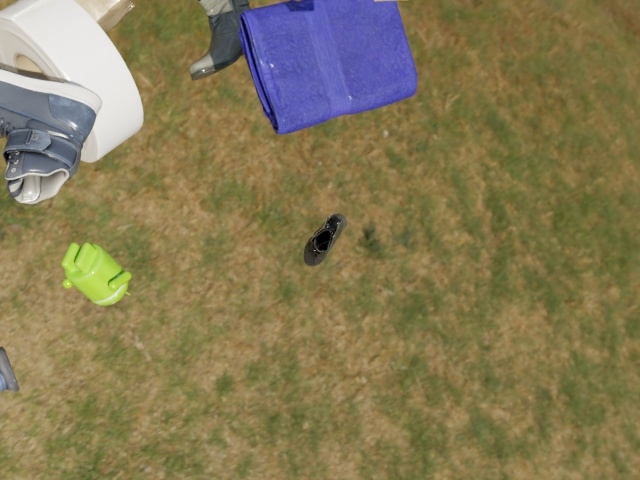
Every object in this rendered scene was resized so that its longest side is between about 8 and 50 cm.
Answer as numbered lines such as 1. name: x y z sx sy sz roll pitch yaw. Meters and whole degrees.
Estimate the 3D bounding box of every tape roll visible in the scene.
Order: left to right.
1. tape roll: -0.425 -0.273 1.483 0.100 0.286 0.286 -40 97 -24

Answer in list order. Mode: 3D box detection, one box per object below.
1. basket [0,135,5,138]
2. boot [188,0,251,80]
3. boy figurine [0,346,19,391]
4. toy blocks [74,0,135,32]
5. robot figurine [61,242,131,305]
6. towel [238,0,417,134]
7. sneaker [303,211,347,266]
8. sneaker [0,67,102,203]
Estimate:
1. basket: -0.579 -0.291 1.733 0.226 0.154 0.204 -12 69 -36
2. boot: -0.226 -0.458 1.926 0.246 0.083 0.161 -42 109 -38
3. boy figurine: -0.649 0.276 1.479 0.285 0.177 0.092 -23 88 -20
4. toy blocks: -0.487 -0.584 1.803 0.381 0.261 0.191 49 0 0
5. robot figurine: -0.325 0.050 1.294 0.115 0.101 0.067 56 40 -48
6. towel: 0.016 -0.335 1.629 0.308 0.076 0.228 -18 96 -21
7. sneaker: 0.002 0.002 1.799 0.051 0.170 0.089 39 32 3
8. sneaker: -0.421 -0.139 1.178 0.226 0.086 0.164 9 69 4
